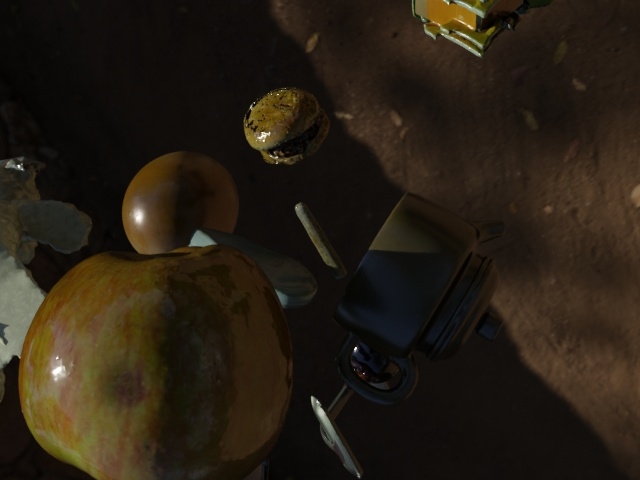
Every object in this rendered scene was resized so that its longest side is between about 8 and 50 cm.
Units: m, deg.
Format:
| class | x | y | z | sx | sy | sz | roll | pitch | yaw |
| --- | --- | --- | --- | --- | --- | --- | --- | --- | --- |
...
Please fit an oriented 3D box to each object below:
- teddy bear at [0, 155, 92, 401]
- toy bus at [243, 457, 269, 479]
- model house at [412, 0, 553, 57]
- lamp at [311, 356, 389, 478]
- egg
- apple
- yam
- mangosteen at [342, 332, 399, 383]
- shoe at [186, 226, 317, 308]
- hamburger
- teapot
| class | x | y | z | sx | sy | sz | roll | pitch | yaw |
| --- | --- | --- | --- | --- | --- | --- | --- | --- | --- |
| teddy bear | -0.500 | 0.039 | 1.312 | 0.327 | 0.362 | 0.375 | -31 | 93 | 1 |
| toy bus | -0.132 | 0.291 | 1.357 | 0.090 | 0.274 | 0.112 | 23 | 130 | -17 |
| model house | 0.380 | -0.509 | 1.742 | 0.357 | 0.313 | 0.242 | -4 | 138 | 1 |
| lamp | 0.041 | 0.329 | 1.726 | 0.124 | 0.283 | 0.203 | -8 | 120 | 25 |
| egg | -0.349 | -0.082 | 2.097 | 0.282 | 0.351 | 0.283 | 7 | 116 | 14 |
| apple | -0.153 | 0.115 | 0.809 | 0.264 | 0.264 | 0.264 | 15 | 116 | 33 |
| yam | 0.000 | 0.000 | 1.112 | 0.021 | 0.021 | 0.116 | -31 | 91 | 41 |
| mangosteen | 0.114 | 0.214 | 1.678 | 0.137 | 0.151 | 0.137 | 26 | 146 | 19 |
| shoe | -0.105 | 0.056 | 1.159 | 0.251 | 0.103 | 0.100 | 30 | 114 | 46 |
| hamburger | -0.074 | -0.241 | 1.678 | 0.177 | 0.185 | 0.113 | -16 | 138 | 36 |
| teapot | 0.124 | 0.071 | 0.961 | 0.175 | 0.268 | 0.185 | 30 | 166 | 9 |
